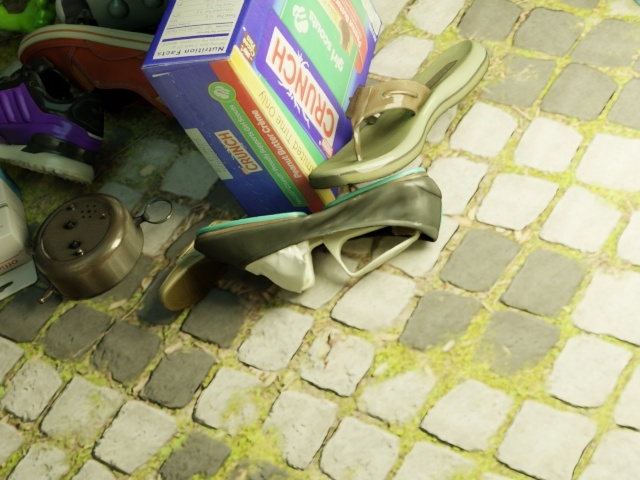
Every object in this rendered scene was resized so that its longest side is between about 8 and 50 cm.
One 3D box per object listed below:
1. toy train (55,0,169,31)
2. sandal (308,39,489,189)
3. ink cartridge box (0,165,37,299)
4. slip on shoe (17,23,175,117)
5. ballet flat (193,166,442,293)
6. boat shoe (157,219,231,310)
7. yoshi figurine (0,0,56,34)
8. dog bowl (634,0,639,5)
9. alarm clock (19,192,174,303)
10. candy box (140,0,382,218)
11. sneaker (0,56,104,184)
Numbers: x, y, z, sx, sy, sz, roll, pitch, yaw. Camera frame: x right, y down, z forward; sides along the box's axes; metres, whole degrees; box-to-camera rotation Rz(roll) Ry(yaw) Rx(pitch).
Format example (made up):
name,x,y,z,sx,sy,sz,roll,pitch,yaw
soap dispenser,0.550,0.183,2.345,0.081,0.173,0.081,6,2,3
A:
name,x,y,z,sx,sy,sz,roll,pitch,yaw
toy train,-0.205,-0.372,1.759,0.334,0.142,0.190,-12,36,16
sandal,0.078,-0.152,1.461,0.120,0.086,0.303,-6,33,47
ink cartridge box,-0.426,-0.005,1.633,0.104,0.060,0.180,-26,47,2
slip on shoe,-0.288,-0.222,1.718,0.331,0.123,0.101,12,86,36
ballet flat,0.000,0.000,1.413,0.280,0.095,0.096,-16,80,9
boat shoe,-0.142,0.027,1.489,0.045,0.050,0.135,21,54,39
yoshi figurine,-0.481,-0.346,1.823,0.203,0.203,0.362,30,78,24
dog bowl,0.446,-0.386,1.539,0.166,0.074,0.297,7,57,29
alarm clock,-0.266,-0.006,1.564,0.192,0.064,0.129,-24,47,1
candy box,-0.054,-0.228,1.505,0.122,0.268,0.317,-3,53,27
sneaker,-0.396,-0.173,1.697,0.293,0.102,0.146,16,89,26
